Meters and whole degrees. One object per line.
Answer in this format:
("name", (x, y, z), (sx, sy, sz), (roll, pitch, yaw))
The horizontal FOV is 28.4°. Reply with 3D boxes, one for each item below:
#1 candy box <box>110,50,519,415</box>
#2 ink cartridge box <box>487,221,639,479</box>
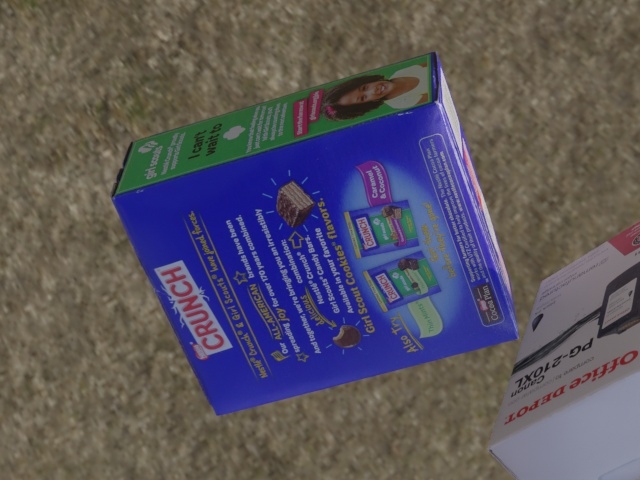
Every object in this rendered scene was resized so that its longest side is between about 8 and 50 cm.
("candy box", (0.000, 0.000, 1.214), (0.317, 0.122, 0.268), (-16, 118, 11))
("ink cartridge box", (0.252, 0.094, 1.036), (0.100, 0.237, 0.172), (44, 128, -11))
